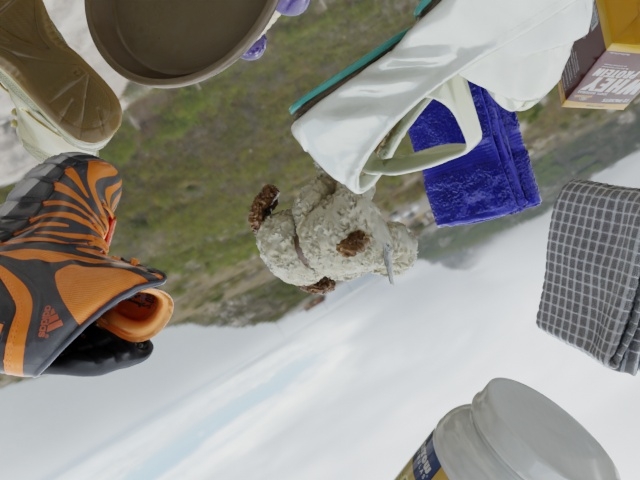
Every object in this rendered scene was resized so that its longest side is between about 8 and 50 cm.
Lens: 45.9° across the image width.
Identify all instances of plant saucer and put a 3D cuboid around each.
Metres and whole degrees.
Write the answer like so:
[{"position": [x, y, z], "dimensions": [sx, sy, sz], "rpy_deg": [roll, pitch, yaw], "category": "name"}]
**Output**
[{"position": [-0.152, -0.306, 0.868], "dimensions": [0.278, 0.278, 0.041], "rpy_deg": [-33, 161, 18], "category": "plant saucer"}]

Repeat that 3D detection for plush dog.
[{"position": [0.000, 0.000, 1.224], "dimensions": [0.225, 0.262, 0.210], "rpy_deg": [-20, -158, 33], "category": "plush dog"}]

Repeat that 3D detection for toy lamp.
[{"position": [-0.078, -0.367, 1.212], "dimensions": [0.080, 0.080, 0.275], "rpy_deg": [-29, -177, -24], "category": "toy lamp"}]

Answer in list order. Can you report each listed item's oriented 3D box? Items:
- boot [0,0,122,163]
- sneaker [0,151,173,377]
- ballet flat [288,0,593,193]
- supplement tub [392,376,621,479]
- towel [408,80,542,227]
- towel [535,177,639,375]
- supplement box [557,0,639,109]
[{"position": [-0.340, -0.194, 0.869], "dimensions": [0.095, 0.262, 0.203], "rpy_deg": [-45, -172, -23], "category": "boot"}, {"position": [-0.209, 0.027, 0.684], "dimensions": [0.321, 0.180, 0.124], "rpy_deg": [-70, 175, -59], "category": "sneaker"}, {"position": [0.116, -0.145, 0.624], "dimensions": [0.139, 0.139, 0.400], "rpy_deg": [-27, 178, -36], "category": "ballet flat"}, {"position": [0.201, 0.354, 0.959], "dimensions": [0.316, 0.228, 0.228], "rpy_deg": [-57, 165, 19], "category": "supplement tub"}, {"position": [0.280, -0.185, 1.472], "dimensions": [0.228, 0.308, 0.076], "rpy_deg": [-15, -177, 35], "category": "towel"}, {"position": [0.452, 0.054, 1.178], "dimensions": [0.121, 0.283, 0.235], "rpy_deg": [7, -173, -21], "category": "towel"}, {"position": [0.522, -0.370, 1.367], "dimensions": [0.129, 0.191, 0.194], "rpy_deg": [1, 158, -9], "category": "supplement box"}]
